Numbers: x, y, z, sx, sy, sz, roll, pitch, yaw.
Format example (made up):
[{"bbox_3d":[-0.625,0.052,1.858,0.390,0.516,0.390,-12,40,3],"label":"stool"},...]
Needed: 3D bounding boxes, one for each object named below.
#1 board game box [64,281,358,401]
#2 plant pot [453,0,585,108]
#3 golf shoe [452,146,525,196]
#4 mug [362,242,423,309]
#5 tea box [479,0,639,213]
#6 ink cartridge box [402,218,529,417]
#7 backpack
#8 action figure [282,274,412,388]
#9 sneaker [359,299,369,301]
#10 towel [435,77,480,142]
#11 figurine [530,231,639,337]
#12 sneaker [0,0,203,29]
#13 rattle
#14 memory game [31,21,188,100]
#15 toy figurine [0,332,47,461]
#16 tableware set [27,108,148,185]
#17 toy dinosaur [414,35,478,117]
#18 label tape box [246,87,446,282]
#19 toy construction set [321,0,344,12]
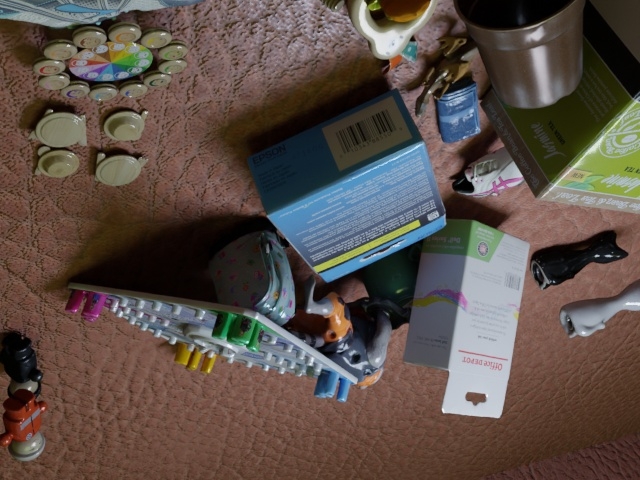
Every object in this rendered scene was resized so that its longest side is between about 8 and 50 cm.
[{"bbox_3d":[-0.184,0.183,1.316,0.390,0.050,0.390,5,159,30],"label":"board game box"},{"bbox_3d":[0.276,-0.276,1.002,0.167,0.167,0.165,-25,140,7],"label":"plant pot"},{"bbox_3d":[0.296,-0.115,1.299,0.086,0.067,0.186,-7,165,-18],"label":"golf shoe"},{"bbox_3d":[0.159,0.086,1.519,0.129,0.097,0.158,-14,146,-9],"label":"mug"},{"bbox_3d":[0.491,-0.227,1.152,0.329,0.220,0.323,4,140,-32],"label":"tea box"},{"bbox_3d":[0.278,0.152,1.459,0.207,0.353,0.119,17,171,-42],"label":"ink cartridge box"},{"bbox_3d":[-0.116,0.067,1.271,0.152,0.182,0.115,-33,144,19],"label":"backpack"},{"bbox_3d":[-0.009,0.198,1.471,0.341,0.178,0.330,-23,132,38],"label":"action figure"},{"bbox_3d":[0.064,0.198,1.646,0.063,0.073,0.162,12,134,-40],"label":"sneaker"},{"bbox_3d":[0.221,-0.204,1.209,0.067,0.029,0.119,-21,146,1],"label":"towel"},{"bbox_3d":[0.612,0.095,1.675,0.209,0.215,0.092,-21,148,-3],"label":"figurine"},{"bbox_3d":[-0.251,-0.284,0.806,0.283,0.110,0.122,-3,160,-21],"label":"sneaker"},{"bbox_3d":[0.116,-0.263,0.981,0.130,0.143,0.199,-30,144,-21],"label":"rattle"},{"bbox_3d":[-0.248,-0.209,0.903,0.186,0.012,0.186,-12,169,-2],"label":"memory game"},{"bbox_3d":[-0.580,0.281,1.293,0.209,0.213,0.148,-8,130,-21],"label":"toy figurine"},{"bbox_3d":[-0.316,-0.127,1.039,0.169,0.020,0.141,-1,143,-29],"label":"tableware set"},{"bbox_3d":[0.206,-0.269,1.103,0.211,0.064,0.112,-38,174,17],"label":"toy dinosaur"},{"bbox_3d":[0.060,-0.071,1.230,0.249,0.115,0.347,-25,157,6],"label":"label tape box"},{"bbox_3d":[-0.018,-0.395,0.719,0.257,0.237,0.309,-44,170,-19],"label":"toy construction set"}]
